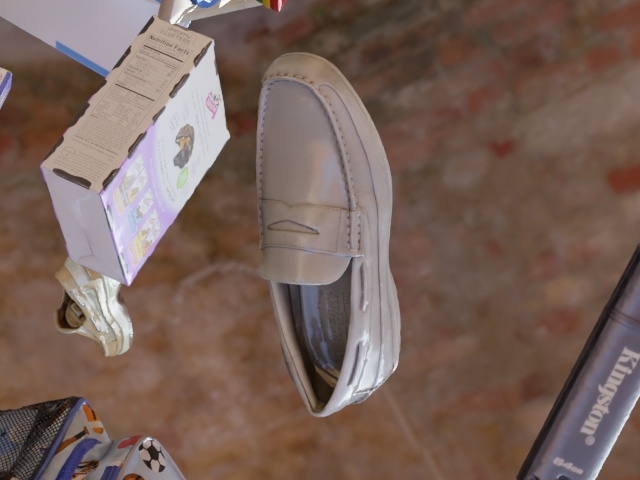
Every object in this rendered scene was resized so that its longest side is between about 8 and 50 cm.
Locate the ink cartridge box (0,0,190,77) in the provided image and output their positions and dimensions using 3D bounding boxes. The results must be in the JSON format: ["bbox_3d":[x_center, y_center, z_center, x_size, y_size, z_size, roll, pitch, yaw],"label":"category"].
[{"bbox_3d":[-0.257,-0.333,2.345,0.129,0.223,0.307,-56,-169,26],"label":"ink cartridge box"}]

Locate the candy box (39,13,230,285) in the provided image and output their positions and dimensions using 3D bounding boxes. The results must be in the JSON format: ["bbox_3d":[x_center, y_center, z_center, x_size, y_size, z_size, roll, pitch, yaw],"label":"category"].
[{"bbox_3d":[-0.169,-0.084,1.819,0.196,0.070,0.165,-57,160,-26],"label":"candy box"}]

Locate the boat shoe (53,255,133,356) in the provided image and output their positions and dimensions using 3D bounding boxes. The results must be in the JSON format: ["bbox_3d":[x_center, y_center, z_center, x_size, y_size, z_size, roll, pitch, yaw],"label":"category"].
[{"bbox_3d":[-0.241,0.069,1.980,0.072,0.068,0.190,-37,150,-20],"label":"boat shoe"}]

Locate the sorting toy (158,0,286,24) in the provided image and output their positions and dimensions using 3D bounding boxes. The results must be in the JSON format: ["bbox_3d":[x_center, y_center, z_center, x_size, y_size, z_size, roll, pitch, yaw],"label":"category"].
[{"bbox_3d":[-0.042,-0.221,1.411,0.274,0.046,0.132,-23,137,-56],"label":"sorting toy"}]

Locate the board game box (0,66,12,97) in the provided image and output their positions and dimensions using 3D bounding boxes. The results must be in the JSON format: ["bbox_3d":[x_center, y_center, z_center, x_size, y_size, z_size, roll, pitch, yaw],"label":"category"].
[{"bbox_3d":[-0.483,-0.206,2.270,0.078,0.233,0.347,-64,-170,-2],"label":"board game box"}]

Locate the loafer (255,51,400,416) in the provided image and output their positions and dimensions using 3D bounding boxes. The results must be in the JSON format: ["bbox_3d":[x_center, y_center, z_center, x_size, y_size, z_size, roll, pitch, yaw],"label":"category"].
[{"bbox_3d":[0.000,0.000,1.634,0.112,0.319,0.111,3,-152,31],"label":"loafer"}]

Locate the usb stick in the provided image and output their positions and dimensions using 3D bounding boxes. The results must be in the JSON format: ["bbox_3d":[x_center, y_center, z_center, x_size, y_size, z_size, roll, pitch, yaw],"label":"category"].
[{"bbox_3d":[0.272,0.129,1.825,0.077,0.045,0.278,21,102,-25],"label":"usb stick"}]

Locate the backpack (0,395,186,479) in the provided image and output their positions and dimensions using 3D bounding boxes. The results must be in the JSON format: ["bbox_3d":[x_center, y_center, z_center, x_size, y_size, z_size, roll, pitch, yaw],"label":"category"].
[{"bbox_3d":[-0.183,0.267,1.305,0.213,0.276,0.263,-12,-148,38],"label":"backpack"}]
